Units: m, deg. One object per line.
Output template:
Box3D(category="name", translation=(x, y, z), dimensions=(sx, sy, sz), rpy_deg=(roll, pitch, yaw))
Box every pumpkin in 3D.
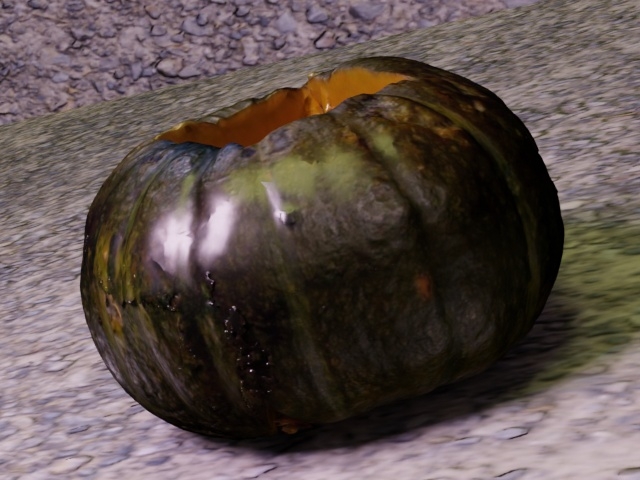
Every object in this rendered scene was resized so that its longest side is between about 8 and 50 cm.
Box3D(category="pumpkin", translation=(0.000, 0.000, 0.964), dimensions=(0.320, 0.192, 0.320), rpy_deg=(-16, 19, 5))
